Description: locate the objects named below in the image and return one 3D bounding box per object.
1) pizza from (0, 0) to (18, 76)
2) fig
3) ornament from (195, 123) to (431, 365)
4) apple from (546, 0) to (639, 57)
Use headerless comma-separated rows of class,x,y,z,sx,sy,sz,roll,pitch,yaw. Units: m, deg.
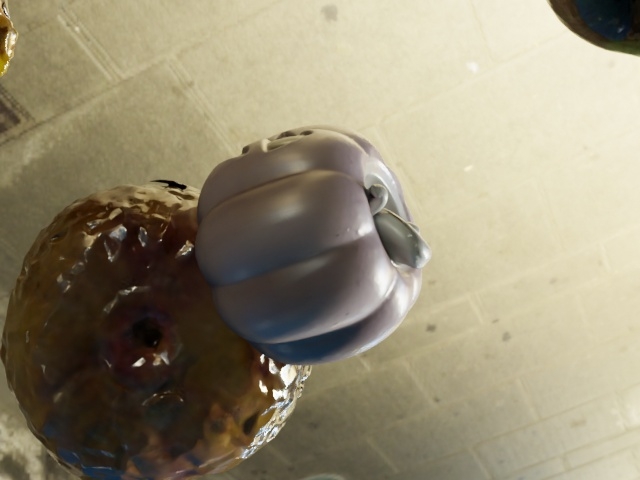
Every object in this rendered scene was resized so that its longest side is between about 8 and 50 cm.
pizza,-0.381,-0.217,0.660,0.408,0.114,0.278,-4,140,21
fig,-0.164,0.083,0.828,0.286,0.286,0.368,-5,-178,-12
ornament,0.000,0.000,0.600,0.177,0.177,0.177,-9,139,-8
apple,0.554,-0.496,1.320,0.400,0.334,0.400,27,159,11
